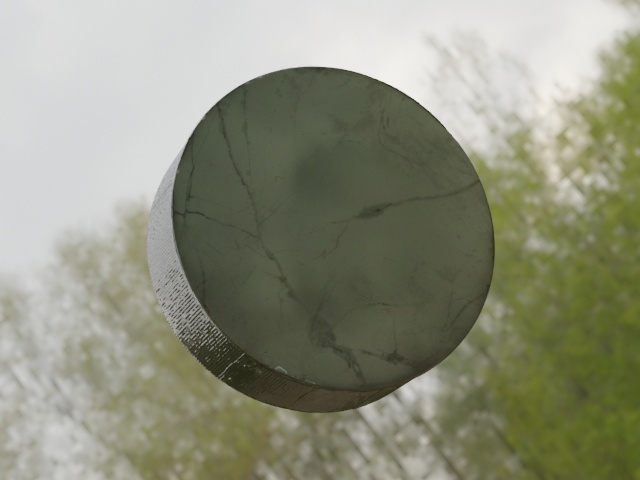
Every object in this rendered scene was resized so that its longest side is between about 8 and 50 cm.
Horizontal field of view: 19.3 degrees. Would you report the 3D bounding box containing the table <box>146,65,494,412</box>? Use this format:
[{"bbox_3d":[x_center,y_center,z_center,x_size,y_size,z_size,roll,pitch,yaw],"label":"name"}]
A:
[{"bbox_3d":[0.000,0.000,0.745,0.133,0.133,0.043,-30,-6,-26],"label":"table"}]
